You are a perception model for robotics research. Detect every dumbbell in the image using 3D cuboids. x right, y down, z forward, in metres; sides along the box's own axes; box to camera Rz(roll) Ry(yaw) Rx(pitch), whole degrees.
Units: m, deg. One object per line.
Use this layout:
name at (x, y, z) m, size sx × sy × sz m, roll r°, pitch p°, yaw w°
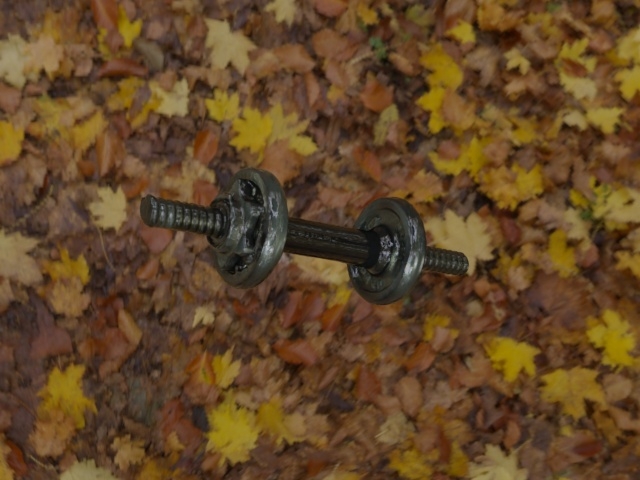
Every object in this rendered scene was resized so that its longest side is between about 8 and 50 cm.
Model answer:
dumbbell at (0.000, 0.000, 0.640) m, size 0.254 × 0.082 × 0.081 m, roll 10°, pitch 67°, yaw -32°
